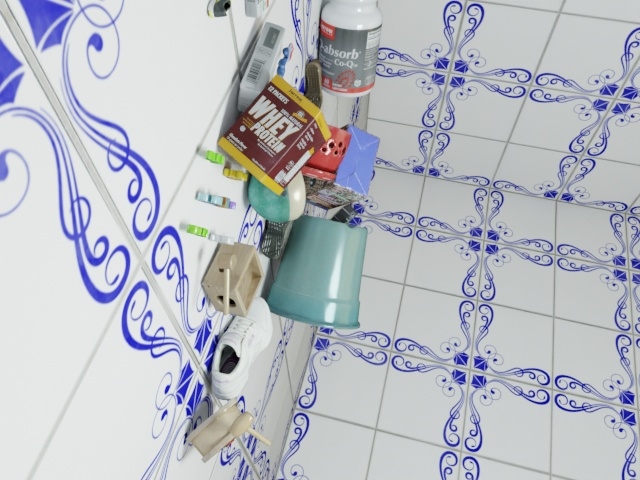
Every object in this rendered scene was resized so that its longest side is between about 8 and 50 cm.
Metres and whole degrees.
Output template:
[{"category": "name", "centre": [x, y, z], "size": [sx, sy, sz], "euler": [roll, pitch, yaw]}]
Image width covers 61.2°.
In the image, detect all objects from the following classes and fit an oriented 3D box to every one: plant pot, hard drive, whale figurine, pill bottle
[{"category": "plant pot", "centre": [-0.009, -0.291, 1.759], "size": [0.191, 0.191, 0.174], "euler": [-30, 135, -79]}, {"category": "hard drive", "centre": [0.000, 0.000, 2.090], "size": [0.339, 0.064, 0.237], "euler": [-45, 179, 12]}, {"category": "whale figurine", "centre": [-0.128, -0.180, 1.404], "size": [0.216, 0.141, 0.272], "euler": [-163, -118, -77]}, {"category": "pill bottle", "centre": [0.101, -0.698, 1.857], "size": [0.210, 0.210, 0.363], "euler": [-69, 167, -47]}, {"category": "plant pot", "centre": [0.005, 0.095, 1.834], "size": [0.341, 0.341, 0.334], "euler": [4, 99, -82]}]

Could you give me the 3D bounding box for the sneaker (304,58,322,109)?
[{"category": "sneaker", "centre": [-0.016, -0.515, 1.817], "size": [0.071, 0.066, 0.188], "euler": [-70, 169, -50]}]

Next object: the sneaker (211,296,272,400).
[{"category": "sneaker", "centre": [-0.208, 0.272, 1.465], "size": [0.152, 0.114, 0.305], "euler": [92, 13, -52]}]

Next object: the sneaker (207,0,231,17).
[{"category": "sneaker", "centre": [-0.174, -0.432, 0.973], "size": [0.031, 0.035, 0.083], "euler": [77, 26, -73]}]

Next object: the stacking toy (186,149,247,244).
[{"category": "stacking toy", "centre": [-0.219, -0.084, 1.133], "size": [0.221, 0.052, 0.167], "euler": [29, 71, -79]}]

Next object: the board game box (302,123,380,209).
[{"category": "board game box", "centre": [0.060, -0.259, 1.970], "size": [0.291, 0.141, 0.232], "euler": [-13, -119, 61]}]

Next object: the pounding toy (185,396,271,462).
[{"category": "pounding toy", "centre": [-0.232, 0.508, 1.374], "size": [0.154, 0.155, 0.269], "euler": [-39, 169, -19]}]

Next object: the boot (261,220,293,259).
[{"category": "boot", "centre": [-0.128, -0.057, 1.725], "size": [0.161, 0.083, 0.247], "euler": [-3, 113, -89]}]

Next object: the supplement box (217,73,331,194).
[{"category": "supplement box", "centre": [-0.095, -0.228, 1.209], "size": [0.194, 0.129, 0.191], "euler": [-49, 172, 2]}]

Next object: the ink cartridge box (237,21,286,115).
[{"category": "ink cartridge box", "centre": [-0.149, -0.361, 1.273], "size": [0.232, 0.066, 0.189], "euler": [134, -26, -64]}]

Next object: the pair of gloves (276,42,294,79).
[{"category": "pair of gloves", "centre": [-0.103, -0.411, 1.409], "size": [0.159, 0.023, 0.198], "euler": [-76, -178, -51]}]

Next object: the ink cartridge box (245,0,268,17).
[{"category": "ink cartridge box", "centre": [-0.129, -0.528, 1.159], "size": [0.115, 0.029, 0.063], "euler": [-69, 167, -46]}]

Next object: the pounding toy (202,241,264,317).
[{"category": "pounding toy", "centre": [-0.218, 0.087, 1.232], "size": [0.206, 0.094, 0.181], "euler": [82, 24, -53]}]
